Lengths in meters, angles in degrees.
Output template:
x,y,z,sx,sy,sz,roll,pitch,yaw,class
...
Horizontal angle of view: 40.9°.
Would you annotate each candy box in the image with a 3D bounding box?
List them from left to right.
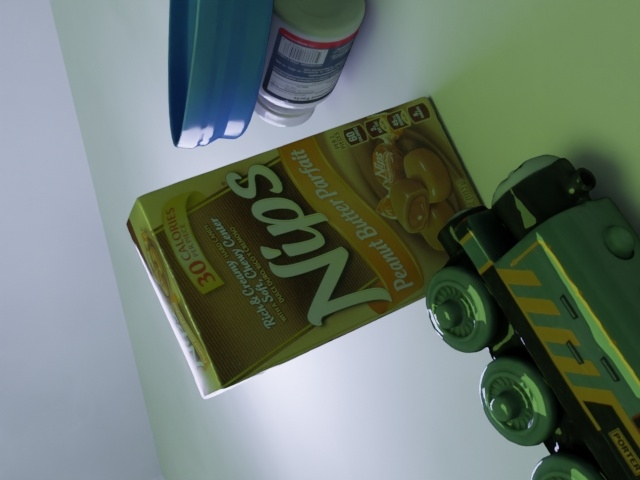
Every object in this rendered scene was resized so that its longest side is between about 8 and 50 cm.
x,y,z,sx,sy,sz,roll,pitch,yaw,class
0.000,0.000,0.818,0.183,0.316,0.087,64,155,7,candy box

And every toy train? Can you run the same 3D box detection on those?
x,y,z,sx,sy,sz,roll,pitch,yaw,class
0.219,0.092,0.685,0.334,0.142,0.190,61,142,19,toy train

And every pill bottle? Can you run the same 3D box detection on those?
x,y,z,sx,sy,sz,roll,pitch,yaw,class
-0.025,-0.210,0.949,0.108,0.107,0.180,60,154,18,pill bottle

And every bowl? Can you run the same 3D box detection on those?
x,y,z,sx,sy,sz,roll,pitch,yaw,class
-0.113,-0.295,0.935,0.391,0.077,0.392,-178,90,-76,bowl
